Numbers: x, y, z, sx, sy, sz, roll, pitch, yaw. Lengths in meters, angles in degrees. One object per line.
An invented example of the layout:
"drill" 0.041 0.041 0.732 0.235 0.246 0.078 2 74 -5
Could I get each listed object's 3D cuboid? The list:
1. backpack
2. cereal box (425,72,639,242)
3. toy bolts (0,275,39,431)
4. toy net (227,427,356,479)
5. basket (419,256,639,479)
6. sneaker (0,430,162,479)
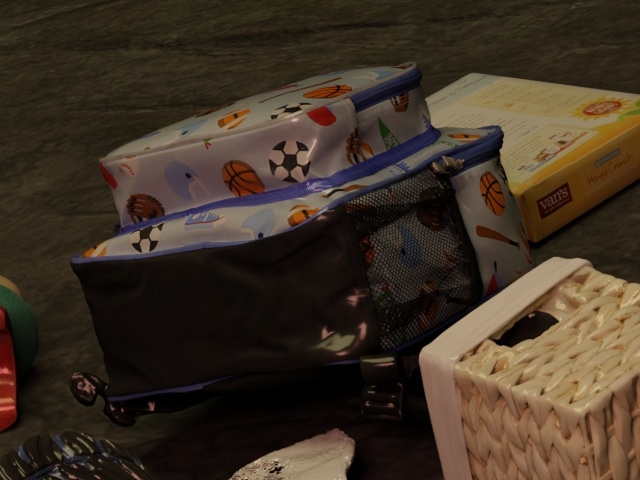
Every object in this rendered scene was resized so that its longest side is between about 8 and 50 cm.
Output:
"backpack" 0.000 0.000 1.285 0.276 0.213 0.263 -4 5 39
"cereal box" 0.140 -0.069 1.551 0.173 0.047 0.240 -30 25 -28
"toy bolts" -0.320 0.046 1.457 0.228 0.218 0.158 1 16 -3
"toy net" -0.065 0.181 1.128 0.122 0.045 0.232 1 27 42
"basket" 0.134 0.110 0.985 0.113 0.167 0.103 -32 31 -32
"sneaker" -0.182 0.178 1.167 0.221 0.087 0.083 -14 48 -38
